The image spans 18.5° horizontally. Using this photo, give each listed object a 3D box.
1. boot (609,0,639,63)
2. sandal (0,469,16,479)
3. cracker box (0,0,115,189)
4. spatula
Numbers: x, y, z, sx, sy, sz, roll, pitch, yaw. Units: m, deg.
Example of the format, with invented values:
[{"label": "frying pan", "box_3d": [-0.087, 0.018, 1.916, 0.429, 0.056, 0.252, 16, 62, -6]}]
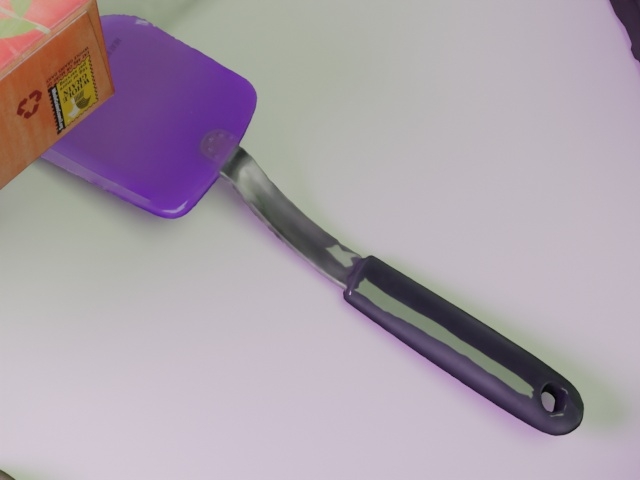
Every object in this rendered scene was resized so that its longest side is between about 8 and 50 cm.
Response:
[{"label": "boot", "box_3d": [0.267, -0.078, 0.886, 0.131, 0.260, 0.348, -31, 91, -23]}, {"label": "sandal", "box_3d": [-0.167, 0.169, 0.781, 0.072, 0.049, 0.180, 31, 69, -12]}, {"label": "cracker box", "box_3d": [-0.216, -0.087, 0.755, 0.232, 0.067, 0.156, 37, 65, 23]}, {"label": "spatula", "box_3d": [0.000, 0.000, 0.892, 0.296, 0.030, 0.084, 35, 66, -10]}]
